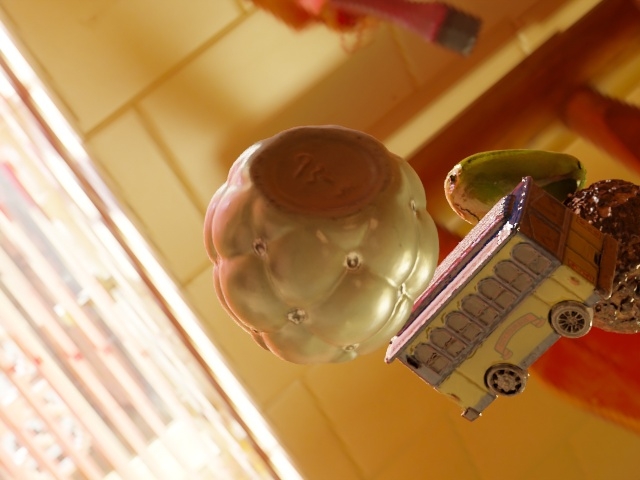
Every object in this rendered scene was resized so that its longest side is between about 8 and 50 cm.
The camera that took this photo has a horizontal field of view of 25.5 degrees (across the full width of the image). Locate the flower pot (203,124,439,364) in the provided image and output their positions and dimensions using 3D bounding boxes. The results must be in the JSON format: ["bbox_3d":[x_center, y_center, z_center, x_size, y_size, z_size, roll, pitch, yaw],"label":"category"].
[{"bbox_3d":[0.000,0.000,1.457,0.246,0.246,0.195,42,146,33],"label":"flower pot"}]

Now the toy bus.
[{"bbox_3d":[0.228,0.079,1.798,0.175,0.138,0.288,35,124,-8],"label":"toy bus"}]

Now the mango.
[{"bbox_3d":[0.302,-0.078,2.154,0.125,0.232,0.111,108,151,-48],"label":"mango"}]

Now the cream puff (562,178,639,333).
[{"bbox_3d":[0.452,0.018,2.080,0.239,0.239,0.165,50,143,0],"label":"cream puff"}]
